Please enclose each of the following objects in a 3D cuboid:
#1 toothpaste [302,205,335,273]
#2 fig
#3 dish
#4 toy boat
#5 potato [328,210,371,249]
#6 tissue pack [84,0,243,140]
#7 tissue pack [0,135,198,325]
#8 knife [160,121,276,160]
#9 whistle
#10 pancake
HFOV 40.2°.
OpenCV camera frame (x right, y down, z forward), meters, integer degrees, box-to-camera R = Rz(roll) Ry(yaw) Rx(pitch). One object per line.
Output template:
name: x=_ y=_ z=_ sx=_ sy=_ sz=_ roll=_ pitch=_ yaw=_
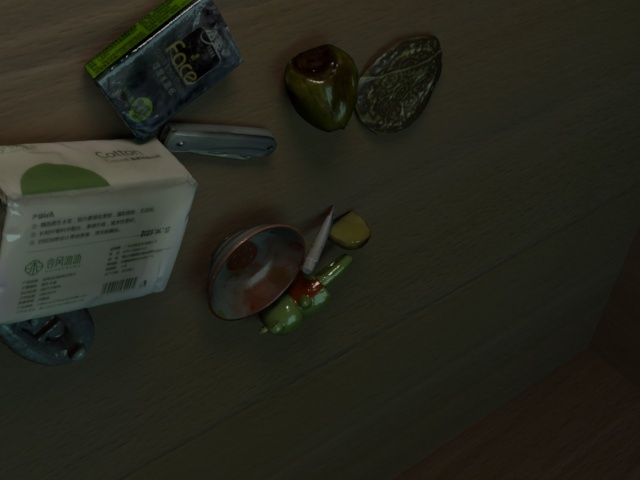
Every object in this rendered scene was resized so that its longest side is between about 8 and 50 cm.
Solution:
toothpaste: x=0.000 y=0.000 z=2.024 sx=0.048 sy=0.031 sz=0.190 roll=83 pitch=24 yaw=-48
fig: x=0.007 y=-0.292 z=1.694 sx=0.144 sy=0.154 sz=0.165 roll=-11 pitch=106 yaw=12
dish: x=-0.160 y=0.051 z=1.922 sx=0.260 sy=0.085 sz=0.260 roll=-31 pitch=145 yaw=-25
toy boat: x=-0.512 y=0.170 z=1.657 sx=0.155 sy=0.085 sz=0.227 roll=-43 pitch=146 yaw=-7
potato: x=0.072 y=-0.008 z=2.100 sx=0.096 sy=0.103 sz=0.066 roll=-32 pitch=141 yaw=-18
tissue pack: x=-0.257 y=-0.296 z=1.461 sx=0.235 sy=0.073 sz=0.173 roll=-40 pitch=147 yaw=-9
tissue pack: x=-0.413 y=-0.025 z=1.465 sx=0.356 sy=0.194 sz=0.266 roll=-9 pitch=131 yaw=-44
knife: x=-0.193 y=-0.188 z=1.675 sx=0.265 sy=0.040 sz=0.073 roll=-1 pitch=137 yaw=-47
whistle: x=-0.040 y=0.129 z=2.107 sx=0.288 sy=0.131 sz=0.106 roll=-42 pitch=104 yaw=-5
pancake: x=0.175 y=-0.340 z=1.928 sx=0.250 sy=0.031 sz=0.250 roll=-28 pitch=142 yaw=-25
